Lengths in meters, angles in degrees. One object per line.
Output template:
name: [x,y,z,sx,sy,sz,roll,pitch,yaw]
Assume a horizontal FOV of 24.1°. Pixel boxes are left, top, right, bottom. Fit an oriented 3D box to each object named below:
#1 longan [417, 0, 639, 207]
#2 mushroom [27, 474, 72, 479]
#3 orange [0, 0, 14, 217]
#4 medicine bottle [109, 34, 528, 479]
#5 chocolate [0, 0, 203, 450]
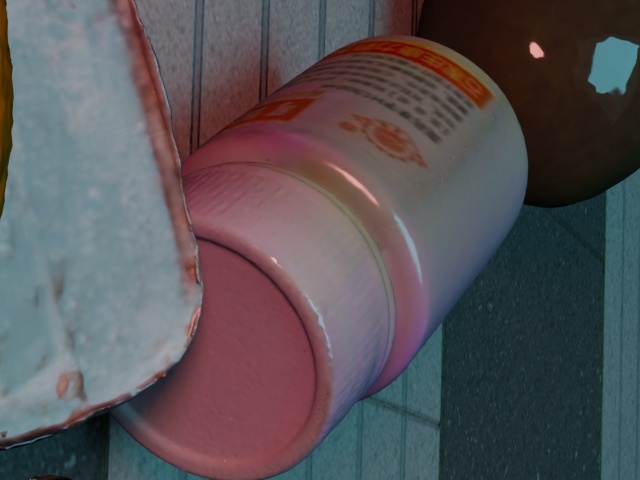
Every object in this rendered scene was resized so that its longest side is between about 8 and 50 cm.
longan: [0.231,-0.180,1.545,0.297,0.297,0.297,0,90,-64]
mushroom: [-0.211,0.289,0.798,0.247,0.130,0.344,56,40,-74]
orange: [-0.261,-0.045,0.450,0.293,0.341,0.340,105,5,-52]
medicine bottle: [0.000,0.000,1.114,0.388,0.219,0.219,-45,130,-55]
chocolate: [-0.178,-0.045,0.859,0.185,0.100,0.303,-22,108,-34]
